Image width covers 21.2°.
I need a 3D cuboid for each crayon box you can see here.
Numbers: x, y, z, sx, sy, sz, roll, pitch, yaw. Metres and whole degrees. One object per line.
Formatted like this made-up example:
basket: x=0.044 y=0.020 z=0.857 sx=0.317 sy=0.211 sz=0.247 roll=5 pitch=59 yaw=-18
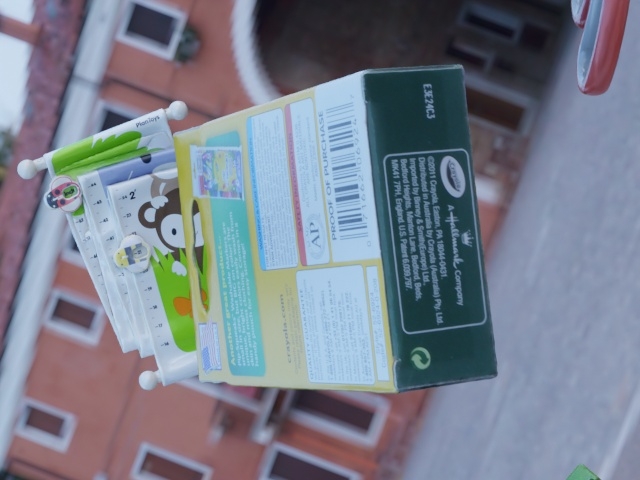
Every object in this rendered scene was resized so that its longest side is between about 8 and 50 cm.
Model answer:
crayon box: x=0.000 y=0.000 z=1.215 sx=0.323 sy=0.083 sz=0.203 roll=-7 pitch=89 yaw=63

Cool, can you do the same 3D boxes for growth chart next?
growth chart: x=-0.123 y=0.004 z=1.430 sx=0.172 sy=0.237 sz=0.021 roll=-28 pitch=7 yaw=-9

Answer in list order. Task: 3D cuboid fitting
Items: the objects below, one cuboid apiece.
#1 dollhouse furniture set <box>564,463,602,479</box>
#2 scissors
dollhouse furniture set: x=0.186 y=0.200 z=0.976 sx=0.058 sy=0.151 sz=0.076 roll=-47 pitch=-42 yaw=0
scissors: x=0.180 y=-0.216 z=0.977 sx=0.297 sy=0.021 sz=0.109 roll=98 pitch=177 yaw=-46
